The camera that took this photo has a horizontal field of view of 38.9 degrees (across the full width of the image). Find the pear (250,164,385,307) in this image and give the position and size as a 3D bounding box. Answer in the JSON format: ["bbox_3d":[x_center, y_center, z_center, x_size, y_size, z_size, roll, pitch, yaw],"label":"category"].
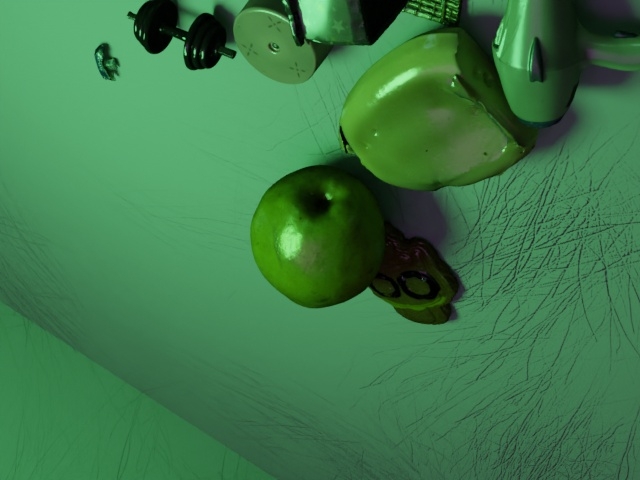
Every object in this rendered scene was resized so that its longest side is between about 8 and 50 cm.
[{"bbox_3d":[0.000,0.000,1.657,0.252,0.253,0.307,21,157,16],"label":"pear"}]

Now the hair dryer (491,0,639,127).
[{"bbox_3d":[0.342,-0.302,1.144,0.298,0.119,0.296,-15,123,29],"label":"hair dryer"}]

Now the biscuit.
[{"bbox_3d":[0.167,0.072,1.801,0.208,0.041,0.290,-1,135,39],"label":"biscuit"}]

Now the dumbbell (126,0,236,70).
[{"bbox_3d":[-0.235,-0.347,1.526,0.208,0.099,0.099,23,146,14],"label":"dumbbell"}]

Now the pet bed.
[{"bbox_3d":[0.011,-0.376,1.201,0.159,0.183,0.211,11,137,25],"label":"pet bed"}]

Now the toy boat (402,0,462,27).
[{"bbox_3d":[0.146,-0.344,1.294,0.115,0.016,0.063,21,145,16],"label":"toy boat"}]

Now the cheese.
[{"bbox_3d":[0.161,-0.181,1.404,0.259,0.128,0.316,47,138,-17],"label":"cheese"}]

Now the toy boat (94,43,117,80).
[{"bbox_3d":[-0.409,-0.339,1.740,0.038,0.038,0.083,17,144,21],"label":"toy boat"}]

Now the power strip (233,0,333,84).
[{"bbox_3d":[-0.058,-0.326,1.427,0.154,0.078,0.154,22,149,14],"label":"power strip"}]
